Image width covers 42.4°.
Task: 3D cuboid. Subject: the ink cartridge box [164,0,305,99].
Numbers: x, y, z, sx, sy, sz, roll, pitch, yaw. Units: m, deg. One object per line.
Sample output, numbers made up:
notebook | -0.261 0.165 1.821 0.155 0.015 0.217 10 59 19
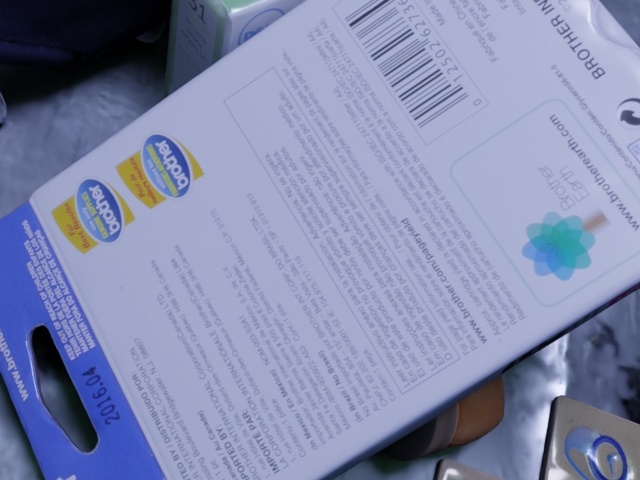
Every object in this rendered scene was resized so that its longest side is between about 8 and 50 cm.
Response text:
ink cartridge box | 0.012 -0.153 0.404 0.171 0.235 0.056 -29 73 -25

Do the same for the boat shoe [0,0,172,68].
boat shoe | -0.078 -0.187 0.471 0.341 0.158 0.127 -16 65 -50

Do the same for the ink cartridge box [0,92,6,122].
ink cartridge box | -0.273 -0.066 0.403 0.179 0.045 0.145 -42 83 -17

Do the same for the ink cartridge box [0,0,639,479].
ink cartridge box | 0.000 0.000 0.374 0.311 0.065 0.185 -33 73 4

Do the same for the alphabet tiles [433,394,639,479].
alphabet tiles | 0.196 0.245 0.405 0.343 0.011 0.285 21 62 -5

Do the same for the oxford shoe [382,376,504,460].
oxford shoe | 0.047 0.006 0.445 0.076 0.076 0.212 0 72 -37
